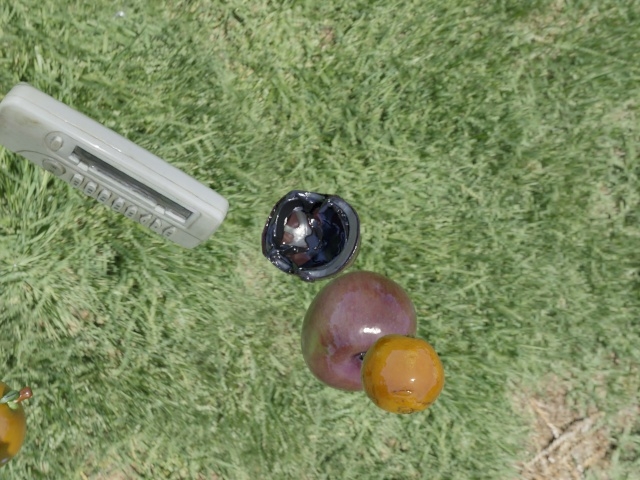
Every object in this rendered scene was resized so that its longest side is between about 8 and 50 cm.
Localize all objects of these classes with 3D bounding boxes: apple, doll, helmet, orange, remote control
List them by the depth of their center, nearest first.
[{"bbox_3d":[0.081,0.130,0.740,0.084,0.083,0.083,1,88,-22],"label":"orange"},{"bbox_3d":[-0.202,-0.072,0.743,0.230,0.090,0.049,32,53,-19],"label":"remote control"},{"bbox_3d":[0.000,0.000,0.821,0.070,0.123,0.098,31,79,-60],"label":"helmet"},{"bbox_3d":[-0.672,0.361,1.534,0.236,0.213,0.213,-29,100,5],"label":"doll"},{"bbox_3d":[0.094,0.228,1.883,0.306,0.235,0.305,-2,120,-4],"label":"apple"}]
